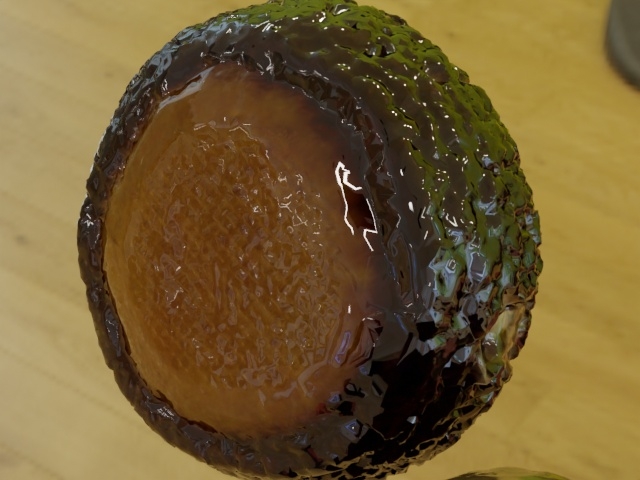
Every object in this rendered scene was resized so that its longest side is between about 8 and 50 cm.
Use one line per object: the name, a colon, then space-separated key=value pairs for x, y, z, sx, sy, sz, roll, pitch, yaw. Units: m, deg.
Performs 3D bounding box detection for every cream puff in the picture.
cream puff: x=0.000 y=0.000 z=0.783 sx=0.239 sy=0.239 sz=0.164 roll=31 pitch=22 yaw=31

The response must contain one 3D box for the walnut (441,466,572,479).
walnut: x=0.080 y=0.215 z=0.649 sx=0.283 sy=0.227 sz=0.283 roll=-27 pitch=25 yaw=14
